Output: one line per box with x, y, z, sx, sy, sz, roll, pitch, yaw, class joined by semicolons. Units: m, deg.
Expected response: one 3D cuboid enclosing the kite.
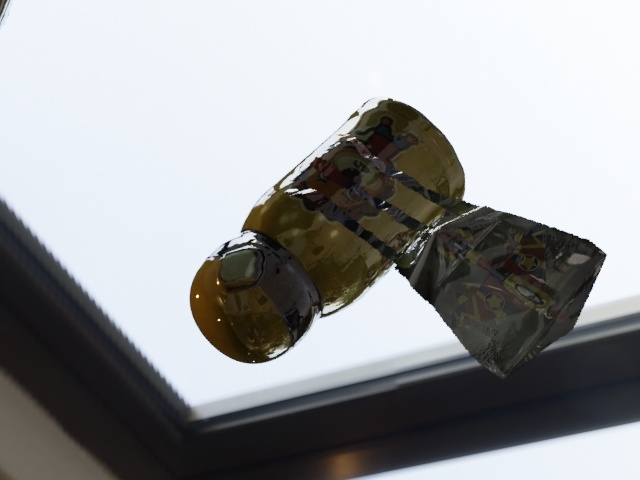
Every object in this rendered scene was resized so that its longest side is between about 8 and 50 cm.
0.089;-0.002;1.039;0.141;0.245;0.015;-44;-25;-29;kite

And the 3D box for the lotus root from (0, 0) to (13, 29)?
-0.434;-0.382;1.517;0.267;0.260;0.149;22;-153;-17;lotus root

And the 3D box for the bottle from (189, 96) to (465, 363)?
0.000;0.000;1.579;0.351;0.171;0.171;-44;-62;-27;bottle
